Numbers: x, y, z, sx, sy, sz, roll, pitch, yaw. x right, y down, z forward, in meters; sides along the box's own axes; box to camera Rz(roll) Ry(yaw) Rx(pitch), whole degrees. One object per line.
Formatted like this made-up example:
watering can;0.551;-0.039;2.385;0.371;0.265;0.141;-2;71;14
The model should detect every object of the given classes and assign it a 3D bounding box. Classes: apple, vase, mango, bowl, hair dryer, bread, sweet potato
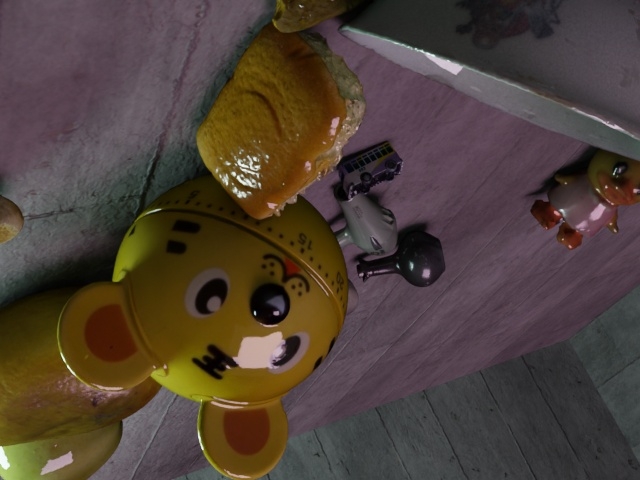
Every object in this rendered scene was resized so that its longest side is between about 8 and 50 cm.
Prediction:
apple;-0.500;0.341;1.716;0.279;0.279;0.279;-22;159;-9
vase;0.166;0.047;1.950;0.183;0.120;0.120;-12;159;2
mango;-0.456;0.213;1.488;0.445;0.220;0.301;-19;159;10
bowl;0.253;-0.254;1.090;0.435;0.435;0.196;10;104;-57
hair dryer;0.010;-0.021;1.672;0.267;0.092;0.229;-14;150;-5
bread;-0.050;-0.149;1.163;0.121;0.174;0.245;-33;169;-46
sweet potato;0.045;-0.306;1.028;0.244;0.077;0.077;-29;159;13

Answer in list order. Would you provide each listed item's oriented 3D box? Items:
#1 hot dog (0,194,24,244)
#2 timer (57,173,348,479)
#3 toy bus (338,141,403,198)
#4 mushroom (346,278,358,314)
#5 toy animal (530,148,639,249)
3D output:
hot dog;-0.487;-0.004;1.130;0.242;0.073;0.084;-23;163;-15
timer;-0.140;0.102;1.316;0.387;0.376;0.376;-63;-179;-34
toy bus;0.079;-0.116;1.528;0.102;0.058;0.052;-26;159;-13
mushroom;0.002;0.114;1.932;0.116;0.093;0.225;-11;169;20
toy animal;0.613;-0.112;2.011;0.281;0.195;0.169;-42;-166;44
